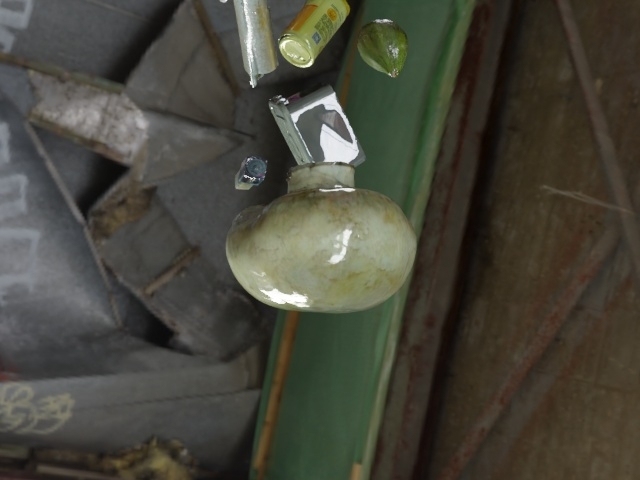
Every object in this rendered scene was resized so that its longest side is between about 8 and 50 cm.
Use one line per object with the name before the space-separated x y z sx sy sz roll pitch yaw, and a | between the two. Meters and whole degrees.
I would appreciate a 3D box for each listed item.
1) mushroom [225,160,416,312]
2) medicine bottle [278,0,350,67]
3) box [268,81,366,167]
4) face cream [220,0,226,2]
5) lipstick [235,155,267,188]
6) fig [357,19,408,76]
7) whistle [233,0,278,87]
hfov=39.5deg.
mushroom | 0.000 0.000 1.587 0.352 0.352 0.260 -15 -104 59
medicine bottle | -0.014 -0.597 2.465 0.124 0.124 0.239 -25 -151 55
box | -0.003 -0.245 2.064 0.135 0.243 0.163 -29 -163 -7
face cream | -0.179 -0.702 1.919 0.145 0.145 0.369 3 -109 62
lipstick | -0.179 -0.153 2.165 0.312 0.051 0.051 161 -63 -77
fig | 0.153 -0.449 2.144 0.123 0.123 0.156 -38 -131 49
whistle | -0.110 -0.354 1.471 0.068 0.057 0.326 -59 171 -16
